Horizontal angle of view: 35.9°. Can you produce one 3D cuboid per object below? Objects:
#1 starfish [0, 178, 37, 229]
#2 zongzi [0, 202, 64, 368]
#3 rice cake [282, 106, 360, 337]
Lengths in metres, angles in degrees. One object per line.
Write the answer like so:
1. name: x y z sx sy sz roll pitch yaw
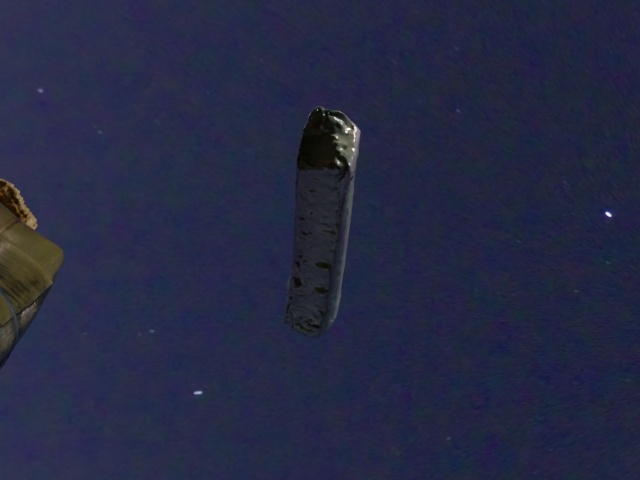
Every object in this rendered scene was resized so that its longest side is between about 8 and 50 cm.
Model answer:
1. starfish: -0.427 -0.093 0.971 0.060 0.302 0.299 -54 -140 5
2. zongzi: -0.334 0.118 0.744 0.125 0.274 0.251 35 -59 -9
3. rice cake: 0.000 -0.001 0.547 0.033 0.208 0.033 17 -119 6
